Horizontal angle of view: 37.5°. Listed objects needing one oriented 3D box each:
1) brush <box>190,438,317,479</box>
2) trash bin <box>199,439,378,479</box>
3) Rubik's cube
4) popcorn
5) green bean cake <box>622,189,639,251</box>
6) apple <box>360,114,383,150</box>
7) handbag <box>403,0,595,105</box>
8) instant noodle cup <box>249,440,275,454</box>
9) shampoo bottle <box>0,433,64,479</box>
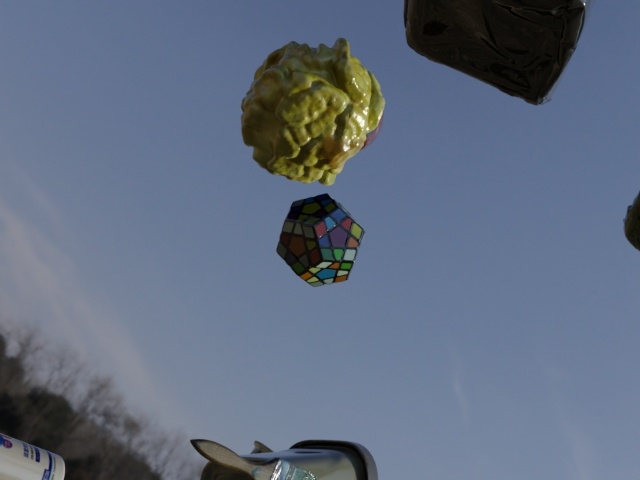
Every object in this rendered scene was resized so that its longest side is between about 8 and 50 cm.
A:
[{"bbox_3d":[-0.090,0.308,1.257,0.196,0.070,0.021,31,-22,-17],"label":"brush"},{"bbox_3d":[-0.051,0.423,1.483,0.219,0.220,0.250,-9,-16,35],"label":"trash bin"},{"bbox_3d":[0.000,0.000,1.327,0.133,0.112,0.133,-8,-28,-4],"label":"Rubik's cube"},{"bbox_3d":[-0.008,-0.193,1.422,0.216,0.235,0.181,37,23,-22],"label":"popcorn"},{"bbox_3d":[0.772,-0.052,1.798,0.300,0.169,0.308,43,-39,20],"label":"green bean cake"},{"bbox_3d":[0.026,-0.285,2.022,0.218,0.201,0.218,-7,-7,-1],"label":"apple"},{"bbox_3d":[0.295,-0.390,1.529,0.301,0.178,0.275,27,-25,18],"label":"handbag"},{"bbox_3d":[-0.115,0.599,2.148,0.234,0.178,0.235,36,-18,14],"label":"instant noodle cup"},{"bbox_3d":[-0.492,0.279,1.251,0.303,0.092,0.092,33,-13,-32],"label":"shampoo bottle"}]
